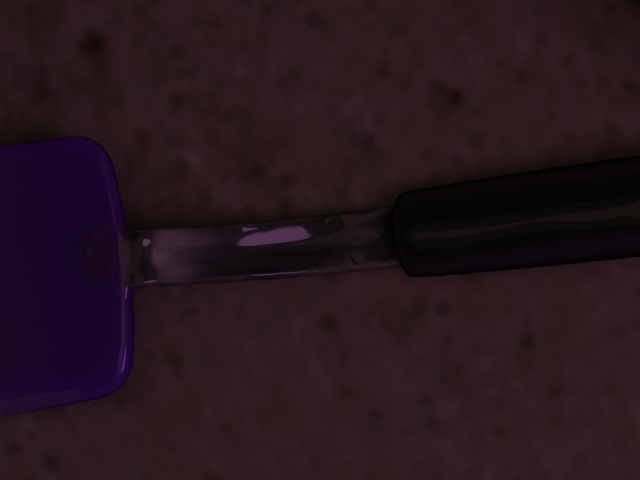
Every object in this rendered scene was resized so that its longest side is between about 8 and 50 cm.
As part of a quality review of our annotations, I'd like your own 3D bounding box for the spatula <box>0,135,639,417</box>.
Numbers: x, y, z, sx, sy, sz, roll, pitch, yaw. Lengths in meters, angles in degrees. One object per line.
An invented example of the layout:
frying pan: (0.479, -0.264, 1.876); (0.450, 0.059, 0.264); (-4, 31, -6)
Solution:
spatula: (0.000, 0.000, 0.546); (0.296, 0.030, 0.084); (-7, 84, 3)
